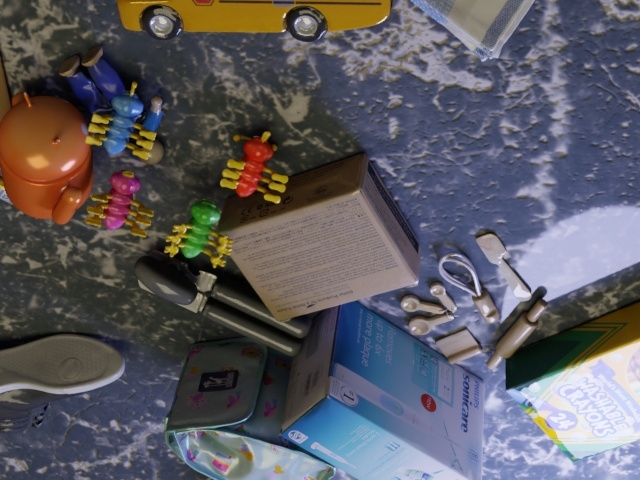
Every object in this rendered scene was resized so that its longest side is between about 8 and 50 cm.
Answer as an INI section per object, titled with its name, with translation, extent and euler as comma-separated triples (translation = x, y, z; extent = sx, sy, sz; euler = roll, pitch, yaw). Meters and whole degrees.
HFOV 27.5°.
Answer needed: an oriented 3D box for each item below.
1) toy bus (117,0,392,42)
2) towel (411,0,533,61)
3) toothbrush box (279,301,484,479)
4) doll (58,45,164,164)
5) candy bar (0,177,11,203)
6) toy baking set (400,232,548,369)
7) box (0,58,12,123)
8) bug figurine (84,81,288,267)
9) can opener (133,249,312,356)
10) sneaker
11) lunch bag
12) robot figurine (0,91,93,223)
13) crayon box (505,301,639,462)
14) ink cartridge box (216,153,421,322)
[toy bus]
translation = -0.077, -0.322, 1.579
extent = 0.333, 0.108, 0.130
euler = 2, 131, 7
[towel]
translation = 0.152, -0.365, 1.484
extent = 0.285, 0.034, 0.209
euler = 35, 92, -23
[toothbrush box]
translation = 0.102, 0.255, 1.997
extent = 0.296, 0.216, 0.126
euler = 34, 128, -19
[doll]
translation = -0.272, -0.175, 1.783
extent = 0.129, 0.046, 0.189
euler = -18, 126, 21
[candy bar]
translation = -0.474, -0.078, 1.921
extent = 0.162, 0.018, 0.040
euler = 27, 130, -14
[toy baking set]
translation = 0.235, 0.102, 1.963
extent = 0.197, 0.030, 0.256
euler = 26, 130, -14
[box]
translation = -0.486, -0.177, 1.745
extent = 0.021, 0.164, 0.201
euler = 25, 138, 27
[bug figurine]
translation = -0.198, -0.086, 1.775
extent = 0.279, 0.072, 0.216
euler = 19, 109, -20
[can opener]
translation = -0.152, 0.100, 1.972
extent = 0.280, 0.093, 0.074
euler = 23, 119, -5
[sneaker]
translation = -0.451, 0.240, 2.158
extent = 0.296, 0.104, 0.147
euler = -9, 145, 7
[lunch bag]
translation = -0.106, 0.274, 2.041
extent = 0.262, 0.223, 0.160
euler = 23, 125, -10
[robot figurine]
translation = -0.372, -0.111, 1.778
extent = 0.128, 0.158, 0.219
euler = 11, 152, -2
[crayon box]
translation = 0.470, 0.205, 1.985
extent = 0.323, 0.083, 0.203
euler = -27, 123, 28
[ink cartridge box]
translation = 0.000, 0.000, 1.869
extent = 0.235, 0.088, 0.193
euler = -17, 128, 22
